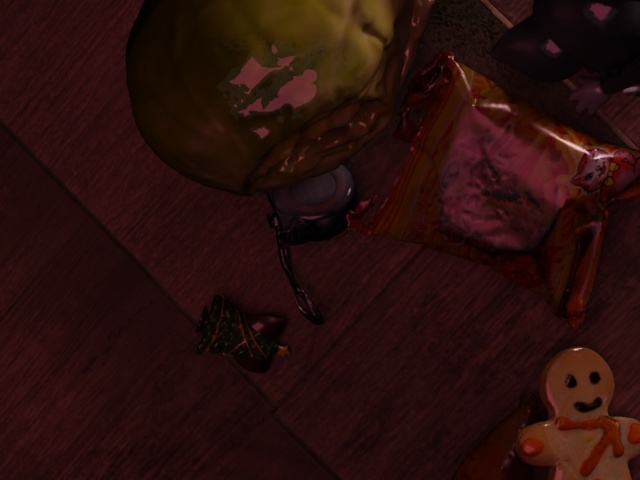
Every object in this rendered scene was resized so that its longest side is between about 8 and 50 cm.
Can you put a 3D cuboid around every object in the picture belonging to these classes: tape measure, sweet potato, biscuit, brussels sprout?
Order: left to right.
[{"bbox_3d":[-0.039,-0.189,1.257,0.344,0.344,0.268,-5,136,16],"label":"brussels sprout"},{"bbox_3d":[-0.001,-0.002,1.395,0.107,0.104,0.180,-17,126,-6],"label":"tape measure"},{"bbox_3d":[0.181,0.340,1.339,0.112,0.112,0.359,16,89,13],"label":"sweet potato"},{"bbox_3d":[0.287,0.233,1.306,0.153,0.030,0.234,-1,83,-14],"label":"biscuit"}]

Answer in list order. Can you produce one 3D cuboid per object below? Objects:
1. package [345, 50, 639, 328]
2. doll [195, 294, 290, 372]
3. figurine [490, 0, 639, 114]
[{"bbox_3d":[0.197,-0.051,1.291,0.288,0.108,0.223,27,108,3],"label":"package"},{"bbox_3d":[-0.095,0.115,1.408,0.113,0.076,0.078,25,107,12],"label":"doll"},{"bbox_3d":[0.320,-0.194,1.240,0.265,0.140,0.193,52,124,26],"label":"figurine"}]
